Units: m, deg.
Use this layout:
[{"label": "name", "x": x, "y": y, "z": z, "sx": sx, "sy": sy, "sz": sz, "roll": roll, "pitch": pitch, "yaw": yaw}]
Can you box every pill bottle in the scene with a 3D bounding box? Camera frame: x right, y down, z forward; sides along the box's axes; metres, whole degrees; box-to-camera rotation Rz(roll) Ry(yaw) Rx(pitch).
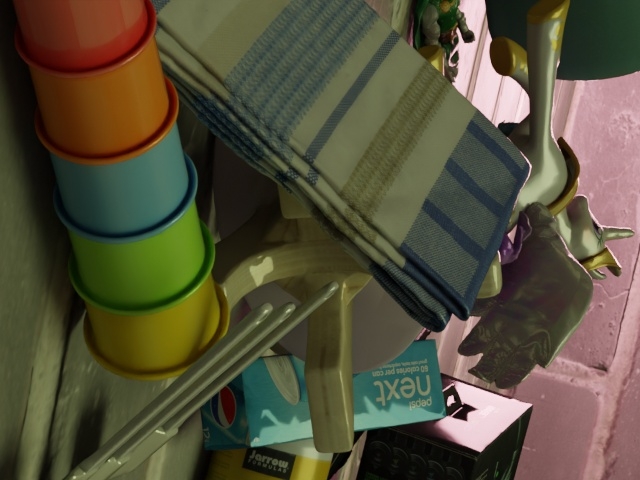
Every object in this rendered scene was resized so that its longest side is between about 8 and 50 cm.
[{"label": "pill bottle", "x": -0.048, "y": 0.208, "z": 1.343, "sx": 0.103, "sy": 0.103, "sz": 0.184, "roll": 27, "pitch": 78, "yaw": -76}]

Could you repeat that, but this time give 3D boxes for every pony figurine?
[{"label": "pony figurine", "x": 0.187, "y": -0.032, "z": 1.651, "sx": 0.351, "sy": 0.303, "sz": 0.363, "roll": -37, "pitch": 121, "yaw": -26}]

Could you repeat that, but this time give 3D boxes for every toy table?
[{"label": "toy table", "x": 0.000, "y": 0.000, "z": 1.096, "sx": 0.161, "sy": 0.252, "sz": 0.274, "roll": -77, "pitch": 149, "yaw": -65}]

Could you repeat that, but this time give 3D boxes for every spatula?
[{"label": "spatula", "x": -0.095, "y": 0.104, "z": 0.969, "sx": 0.242, "sy": 0.019, "sz": 0.168, "roll": -42, "pitch": 170, "yaw": 19}]

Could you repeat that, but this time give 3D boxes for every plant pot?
[{"label": "plant pot", "x": 0.319, "y": -0.375, "z": 1.836, "sx": 0.293, "sy": 0.293, "sz": 0.235, "roll": -65, "pitch": 147, "yaw": -35}]

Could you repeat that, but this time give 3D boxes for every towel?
[{"label": "towel", "x": 0.007, "y": -0.088, "z": 0.973, "sx": 0.034, "sy": 0.285, "sz": 0.209, "roll": -42, "pitch": -170, "yaw": 37}]

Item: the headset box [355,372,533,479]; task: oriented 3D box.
[{"label": "headset box", "x": 0.126, "y": 0.306, "z": 1.762, "sx": 0.246, "sy": 0.131, "sz": 0.283, "roll": -22, "pitch": 127, "yaw": -66}]

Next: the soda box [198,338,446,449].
[{"label": "soda box", "x": 0.003, "y": 0.127, "z": 1.278, "sx": 0.210, "sy": 0.067, "sz": 0.071, "roll": -3, "pitch": 84, "yaw": -39}]

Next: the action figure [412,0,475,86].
[{"label": "action figure", "x": 0.134, "y": -0.214, "z": 1.713, "sx": 0.232, "sy": 0.063, "sz": 0.137, "roll": 84, "pitch": 28, "yaw": -46}]

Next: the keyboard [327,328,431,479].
[{"label": "keyboard", "x": 0.031, "y": 0.211, "z": 1.709, "sx": 0.201, "sy": 0.033, "sz": 0.317, "roll": -61, "pitch": 171, "yaw": 25}]

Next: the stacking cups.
[{"label": "stacking cups", "x": -0.121, "y": -0.051, "z": 0.865, "sx": 0.316, "sy": 0.096, "sz": 0.096, "roll": 80, "pitch": 28, "yaw": -48}]

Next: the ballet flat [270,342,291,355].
[{"label": "ballet flat", "x": -0.008, "y": -0.022, "z": 1.348, "sx": 0.086, "sy": 0.086, "sz": 0.248, "roll": 76, "pitch": 31, "yaw": -63}]
